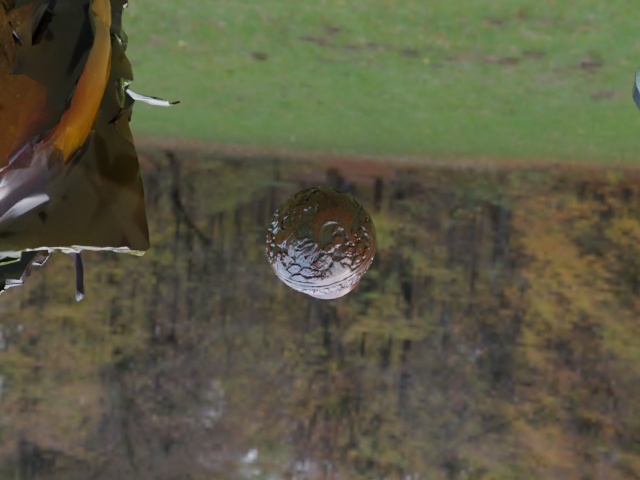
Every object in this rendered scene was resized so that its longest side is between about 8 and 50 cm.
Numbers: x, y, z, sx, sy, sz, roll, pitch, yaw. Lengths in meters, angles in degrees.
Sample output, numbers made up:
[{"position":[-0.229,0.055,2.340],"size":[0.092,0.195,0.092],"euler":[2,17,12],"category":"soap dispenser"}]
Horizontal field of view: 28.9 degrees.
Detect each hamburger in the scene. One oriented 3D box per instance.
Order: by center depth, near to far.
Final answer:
[{"position":[-0.182,-0.064,0.483],"size":[0.261,0.243,0.139],"euler":[-4,155,-19],"category":"hamburger"}]

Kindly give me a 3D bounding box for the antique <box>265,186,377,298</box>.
[{"position":[0.000,0.000,1.096],"size":[0.104,0.104,0.104],"euler":[5,-178,0],"category":"antique"}]

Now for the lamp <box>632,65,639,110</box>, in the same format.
[{"position":[0.169,-0.098,0.486],"size":[0.091,0.091,0.163],"euler":[4,147,-12],"category":"lamp"}]
